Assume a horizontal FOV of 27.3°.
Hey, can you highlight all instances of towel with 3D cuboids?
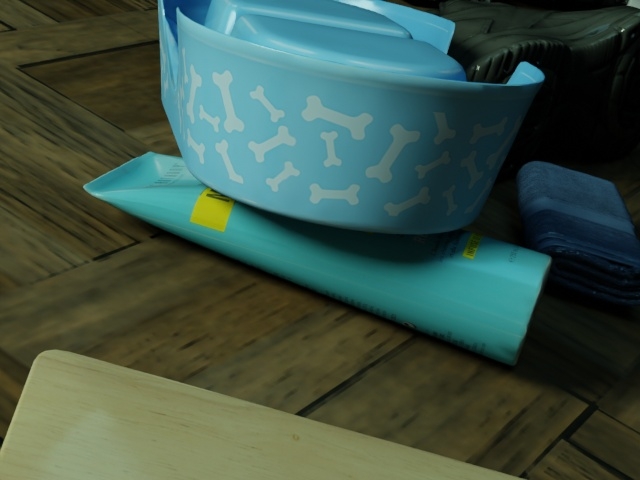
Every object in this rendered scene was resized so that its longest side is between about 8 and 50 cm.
[{"bbox_3d":[0.141,-0.005,0.728,0.067,0.029,0.119,18,26,-5],"label":"towel"}]

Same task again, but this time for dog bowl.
[{"bbox_3d":[-0.001,-0.077,0.658,0.166,0.074,0.297,7,17,-14],"label":"dog bowl"}]

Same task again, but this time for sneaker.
[{"bbox_3d":[0.135,-0.119,0.870,0.130,0.109,0.286,31,25,35],"label":"sneaker"}]

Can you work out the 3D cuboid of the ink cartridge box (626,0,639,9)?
[{"bbox_3d":[0.281,-0.131,1.032,0.198,0.067,0.115,23,26,8],"label":"ink cartridge box"}]

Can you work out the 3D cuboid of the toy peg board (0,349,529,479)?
[{"bbox_3d":[-0.017,0.129,0.322,0.161,0.079,0.160,16,41,-6],"label":"toy peg board"}]

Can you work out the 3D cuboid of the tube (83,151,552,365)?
[{"bbox_3d":[0.000,0.000,0.606,0.207,0.052,0.080,18,14,10],"label":"tube"}]

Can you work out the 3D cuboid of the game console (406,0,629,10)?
[{"bbox_3d":[0.151,-0.263,1.229,0.361,0.044,0.213,2,31,-33],"label":"game console"}]
